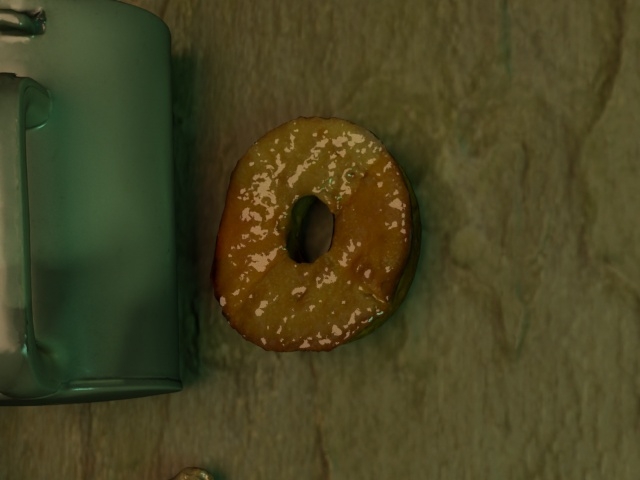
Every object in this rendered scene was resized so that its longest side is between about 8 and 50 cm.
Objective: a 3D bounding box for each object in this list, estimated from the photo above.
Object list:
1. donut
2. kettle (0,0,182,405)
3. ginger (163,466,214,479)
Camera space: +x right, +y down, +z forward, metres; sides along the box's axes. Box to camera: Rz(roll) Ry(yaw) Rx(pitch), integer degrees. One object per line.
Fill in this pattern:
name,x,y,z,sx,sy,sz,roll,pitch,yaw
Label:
donut,0.002,0.000,0.876,0.174,0.074,0.190,-13,74,25
kettle,-0.207,-0.029,0.885,0.265,0.205,0.318,-17,73,58
ginger,-0.137,0.328,0.904,0.089,0.075,0.288,10,84,21
